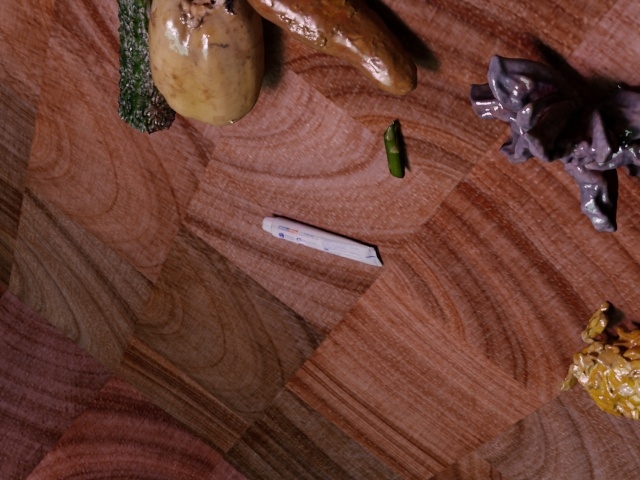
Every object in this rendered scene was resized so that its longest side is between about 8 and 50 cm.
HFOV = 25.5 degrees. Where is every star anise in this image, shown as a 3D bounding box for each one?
[{"bbox_3d":[0.283,-0.119,1.605,0.283,0.129,0.212,32,170,22],"label":"star anise"}]

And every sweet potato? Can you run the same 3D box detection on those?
[{"bbox_3d":[-0.025,-0.297,1.731,0.355,0.095,0.106,33,149,9],"label":"sweet potato"}]

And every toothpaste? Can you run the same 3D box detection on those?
[{"bbox_3d":[0.000,0.000,2.252,0.218,0.033,0.052,18,151,31],"label":"toothpaste"}]

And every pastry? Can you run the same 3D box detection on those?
[{"bbox_3d":[0.429,0.172,1.890,0.250,0.102,0.154,4,137,50],"label":"pastry"}]

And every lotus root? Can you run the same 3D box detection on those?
[{"bbox_3d":[-0.155,-0.252,1.915,0.160,0.146,0.284,41,158,18],"label":"lotus root"}]

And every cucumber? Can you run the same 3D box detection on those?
[{"bbox_3d":[-0.248,-0.290,2.037,0.096,0.096,0.359,33,151,12],"label":"cucumber"}]

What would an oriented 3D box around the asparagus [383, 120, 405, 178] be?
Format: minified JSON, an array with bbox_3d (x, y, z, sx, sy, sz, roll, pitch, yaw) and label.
[{"bbox_3d":[0.100,-0.126,1.925,0.021,0.025,0.108,6,141,17],"label":"asparagus"}]
